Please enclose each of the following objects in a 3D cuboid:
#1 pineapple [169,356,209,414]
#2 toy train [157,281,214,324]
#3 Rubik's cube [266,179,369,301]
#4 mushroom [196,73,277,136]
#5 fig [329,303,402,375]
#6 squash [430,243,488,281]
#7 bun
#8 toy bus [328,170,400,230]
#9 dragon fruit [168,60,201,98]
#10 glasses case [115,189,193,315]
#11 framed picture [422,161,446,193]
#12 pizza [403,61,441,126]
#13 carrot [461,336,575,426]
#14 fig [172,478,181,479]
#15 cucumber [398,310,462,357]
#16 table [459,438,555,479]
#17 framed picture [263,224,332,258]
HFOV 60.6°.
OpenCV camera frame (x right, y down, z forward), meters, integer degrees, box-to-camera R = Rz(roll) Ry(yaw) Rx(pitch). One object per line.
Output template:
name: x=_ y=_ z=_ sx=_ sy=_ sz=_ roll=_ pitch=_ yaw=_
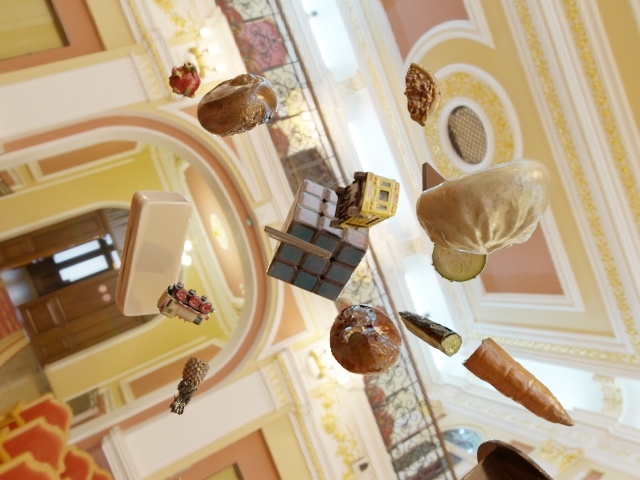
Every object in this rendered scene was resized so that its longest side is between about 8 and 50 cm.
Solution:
pineapple: x=-0.373 y=0.411 z=1.542 sx=0.074 sy=0.159 sz=0.074 roll=17 pitch=-27 yaw=9
toy train: x=-0.335 y=0.165 z=1.375 sx=0.138 sy=0.087 sz=0.050 roll=35 pitch=3 yaw=-31
Rubik's cube: x=0.000 y=0.000 z=2.116 sx=0.303 sy=0.305 sz=0.301 roll=-76 pitch=-170 yaw=-53
mushroom: x=-0.242 y=-0.393 z=1.592 sx=0.253 sy=0.253 sz=0.153 roll=26 pitch=-36 yaw=57
fig: x=0.085 y=0.199 z=1.173 sx=0.149 sy=0.148 sz=0.202 roll=21 pitch=-33 yaw=48
squash: x=0.473 y=0.030 z=1.860 sx=0.260 sy=0.189 sz=0.189 roll=-43 pitch=116 yaw=-69
bun: x=0.276 y=-0.045 z=0.915 sx=0.231 sy=0.231 sz=0.133 roll=-37 pitch=-111 yaw=67
toy bus: x=0.137 y=-0.117 z=1.783 sx=0.330 sy=0.152 sz=0.144 roll=152 pitch=-51 yaw=-74
dragon fruit: x=-0.365 y=-0.441 z=1.487 sx=0.081 sy=0.086 sz=0.116 roll=53 pitch=-47 yaw=11
glasses case: x=-0.438 y=0.036 z=1.433 sx=0.076 sy=0.144 sz=0.336 roll=39 pitch=-61 yaw=43
framed picture: x=0.387 y=-0.168 z=1.840 sx=0.023 sy=0.168 sz=0.128 roll=-29 pitch=-52 yaw=36
pizza: x=0.320 y=-0.472 z=1.744 sx=0.058 sy=0.127 sz=0.246 roll=46 pitch=46 yaw=-56
carrot: x=0.348 y=0.254 z=0.951 sx=0.205 sy=0.072 sz=0.072 roll=38 pitch=-31 yaw=14
fig: x=-0.255 y=0.688 z=1.303 sx=0.321 sy=0.217 sz=0.217 roll=44 pitch=-22 yaw=-8
cucumber: x=0.300 y=0.242 z=1.514 sx=0.078 sy=0.062 sz=0.211 roll=58 pitch=-13 yaw=-26
table: x=0.200 y=0.401 z=0.723 sx=0.167 sy=0.227 sz=0.167 roll=44 pitch=-30 yaw=33
framed picture: x=-0.065 y=0.009 z=1.551 sx=0.192 sy=0.018 sz=0.265 roll=22 pitch=-4 yaw=-1
